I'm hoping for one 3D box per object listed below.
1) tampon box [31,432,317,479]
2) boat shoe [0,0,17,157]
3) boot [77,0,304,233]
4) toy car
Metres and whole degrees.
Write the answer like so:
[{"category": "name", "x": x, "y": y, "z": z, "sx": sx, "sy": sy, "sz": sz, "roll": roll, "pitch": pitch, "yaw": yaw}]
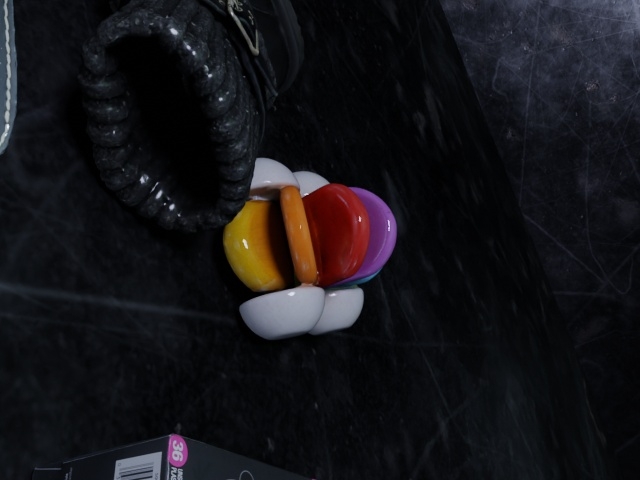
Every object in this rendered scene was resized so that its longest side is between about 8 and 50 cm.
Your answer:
[{"category": "tampon box", "x": -0.073, "y": 0.192, "z": 0.393, "sx": 0.161, "sy": 0.101, "sz": 0.120, "roll": 38, "pitch": 41, "yaw": -49}, {"category": "boat shoe", "x": -0.188, "y": -0.166, "z": 0.303, "sx": 0.116, "sy": 0.099, "sz": 0.319, "roll": -39, "pitch": 135, "yaw": -50}, {"category": "boot", "x": -0.131, "y": -0.203, "z": 0.528, "sx": 0.348, "sy": 0.131, "sz": 0.260, "roll": 56, "pitch": 30, "yaw": -26}, {"category": "toy car", "x": 0.000, "y": 0.000, "z": 0.635, "sx": 0.182, "sy": 0.136, "sz": 0.159, "roll": 9, "pitch": 64, "yaw": -62}]
